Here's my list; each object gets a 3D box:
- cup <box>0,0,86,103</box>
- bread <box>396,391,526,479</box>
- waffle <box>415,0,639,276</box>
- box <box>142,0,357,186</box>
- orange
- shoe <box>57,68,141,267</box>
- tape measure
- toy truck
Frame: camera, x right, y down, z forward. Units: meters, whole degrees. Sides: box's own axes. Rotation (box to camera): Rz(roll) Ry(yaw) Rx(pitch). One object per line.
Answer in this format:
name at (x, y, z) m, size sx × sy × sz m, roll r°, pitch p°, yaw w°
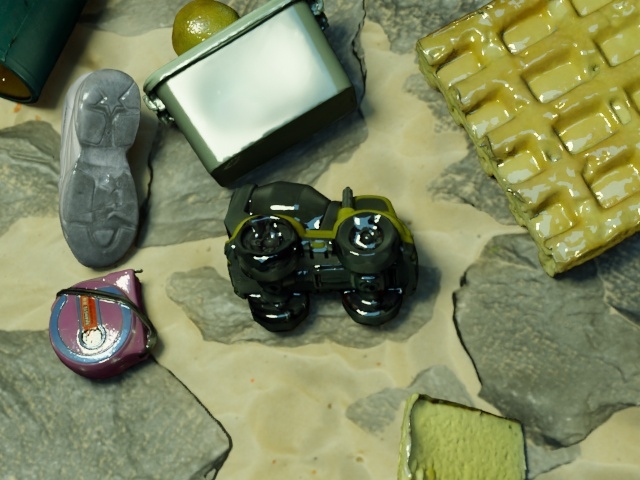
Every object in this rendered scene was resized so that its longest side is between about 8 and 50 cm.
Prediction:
cup at (-0.404, -0.354, 1.556) m, size 0.242 × 0.308 × 0.292 m, roll 29°, pitch 79°, yaw -17°
bread at (0.149, 0.287, 1.285) m, size 0.135 × 0.178 × 0.240 m, roll -1°, pitch 72°, yaw 11°
waffle at (0.318, -0.160, 1.435) m, size 0.304 × 0.077 × 0.348 m, roll -27°, pitch 72°, yaw 0°
box at (-0.073, -0.175, 1.469) m, size 0.243 × 0.163 × 0.135 m, roll -32°, pitch 81°, yaw -1°
orange at (-0.138, -0.258, 1.537) m, size 0.095 × 0.085 × 0.085 m, roll 6°, pitch 75°, yaw 1°
shoe at (-0.277, -0.093, 1.506) m, size 0.095 × 0.137 × 0.245 m, roll 1°, pitch 103°, yaw -21°
tape measure at (-0.258, 0.103, 1.462) m, size 0.125 × 0.074 × 0.118 m, roll -12°, pitch 67°, yaw 1°
toy truck at (0.000, 0.000, 1.420) m, size 0.224 × 0.147 × 0.165 m, roll -2°, pitch 52°, yaw 6°
